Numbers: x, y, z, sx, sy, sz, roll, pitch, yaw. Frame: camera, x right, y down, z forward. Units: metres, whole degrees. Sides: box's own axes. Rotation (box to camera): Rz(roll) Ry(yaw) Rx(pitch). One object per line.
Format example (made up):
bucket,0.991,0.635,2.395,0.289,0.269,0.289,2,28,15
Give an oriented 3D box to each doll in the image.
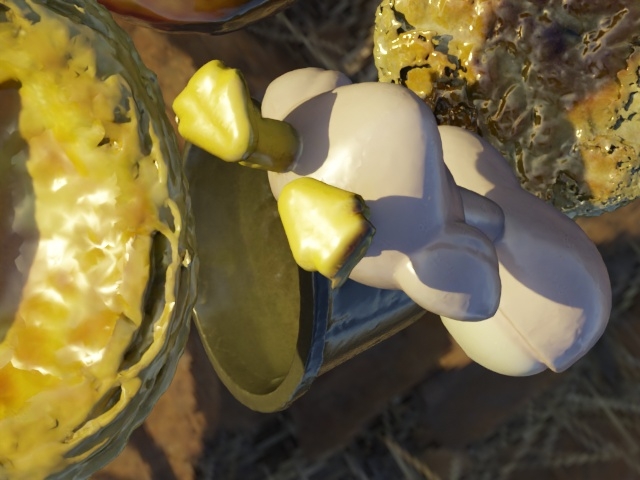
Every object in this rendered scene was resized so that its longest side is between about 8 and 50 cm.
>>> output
doll,0.059,-0.012,0.932,0.094,0.160,0.365,-45,157,8

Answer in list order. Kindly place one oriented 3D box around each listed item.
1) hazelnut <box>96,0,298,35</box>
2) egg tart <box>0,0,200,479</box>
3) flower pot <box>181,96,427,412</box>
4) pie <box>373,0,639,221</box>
hazelnut,-0.136,-0.399,1.633,0.402,0.402,0.429,-12,126,-19
egg tart,-0.259,-0.003,1.088,0.387,0.169,0.388,2,85,-29
flower pot,0.000,0.000,1.517,0.166,0.269,0.269,-10,130,-25
pie,0.176,-0.146,1.378,0.274,0.055,0.274,0,93,6
